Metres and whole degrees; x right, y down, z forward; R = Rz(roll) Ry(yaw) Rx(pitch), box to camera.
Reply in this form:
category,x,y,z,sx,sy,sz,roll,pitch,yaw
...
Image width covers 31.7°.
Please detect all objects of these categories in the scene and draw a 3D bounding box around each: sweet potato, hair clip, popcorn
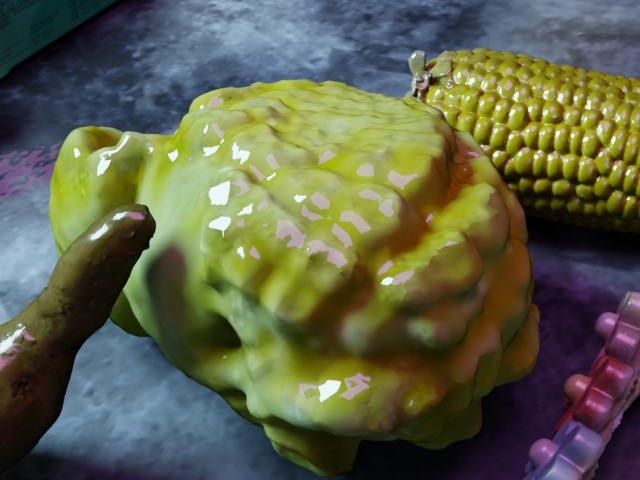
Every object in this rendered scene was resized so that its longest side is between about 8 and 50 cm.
category,x,y,z,sx,sy,sz,roll,pitch,yaw
sweet potato,-0.168,0.076,0.600,0.269,0.075,0.074,-42,42,17
hair clip,0.156,0.082,0.614,0.056,0.062,0.214,41,53,11
popcorn,0.000,0.000,0.644,0.225,0.173,0.286,-23,35,-38

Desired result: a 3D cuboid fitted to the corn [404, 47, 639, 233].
category,x,y,z,sx,sy,sz,roll,pitch,yaw
corn,0.199,-0.052,0.721,0.305,0.106,0.106,14,47,14

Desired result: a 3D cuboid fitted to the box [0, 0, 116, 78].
category,x,y,z,sx,sy,sz,roll,pitch,yaw
box,-0.328,-0.279,1.002,0.311,0.118,0.205,28,52,30
